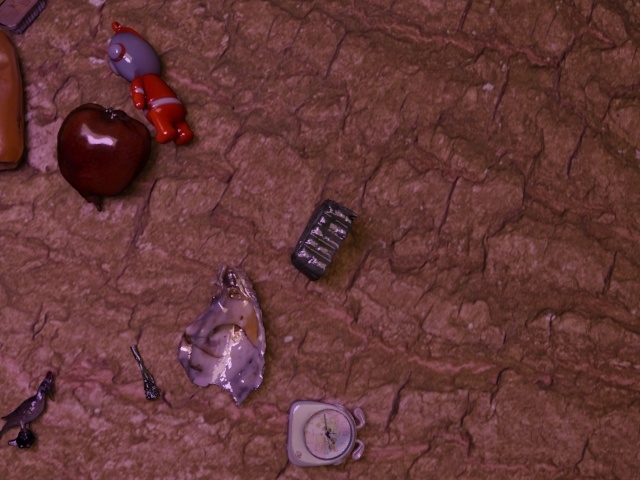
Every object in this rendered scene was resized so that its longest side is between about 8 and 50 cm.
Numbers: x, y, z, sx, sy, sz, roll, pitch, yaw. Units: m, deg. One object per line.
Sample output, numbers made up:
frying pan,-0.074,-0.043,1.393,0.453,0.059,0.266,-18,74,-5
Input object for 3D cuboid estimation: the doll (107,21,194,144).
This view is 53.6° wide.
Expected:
doll,-0.423,-0.383,1.528,0.105,0.199,0.337,-30,86,21

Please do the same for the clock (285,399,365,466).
clock,0.014,0.464,1.528,0.190,0.062,0.152,5,81,-8

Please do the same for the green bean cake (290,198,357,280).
green bean cake,0.000,0.000,1.532,0.094,0.173,0.181,31,80,-1

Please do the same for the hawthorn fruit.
hawthorn fruit,-0.512,-0.187,1.482,0.207,0.208,0.248,16,104,-6

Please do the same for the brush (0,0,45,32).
brush,-0.693,-0.639,1.584,0.069,0.065,0.328,26,70,2

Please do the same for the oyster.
oyster,-0.221,0.229,1.510,0.271,0.100,0.275,-42,102,-9

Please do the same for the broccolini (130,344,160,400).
broccolini,-0.423,0.315,1.509,0.035,0.030,0.140,-31,82,25

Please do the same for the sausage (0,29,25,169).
sausage,-0.773,-0.343,1.500,0.134,0.116,0.354,-7,80,4

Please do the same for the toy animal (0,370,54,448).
toy animal,-0.665,0.391,1.442,0.105,0.070,0.203,27,83,15
